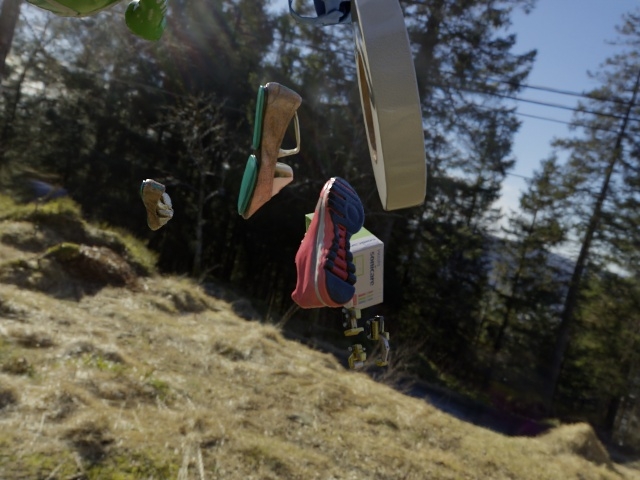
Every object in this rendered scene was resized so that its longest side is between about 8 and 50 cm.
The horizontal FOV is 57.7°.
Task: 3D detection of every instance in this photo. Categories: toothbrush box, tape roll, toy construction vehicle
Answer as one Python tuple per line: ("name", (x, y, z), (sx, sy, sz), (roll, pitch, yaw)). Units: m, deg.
("toothbrush box", (0.070, 0.052, 1.770), (0.122, 0.206, 0.283), (-16, 32, -23))
("tape roll", (0.119, -0.246, 1.056), (0.071, 0.392, 0.392), (-9, 4, 3))
("toy construction vehicle", (0.076, 0.156, 0.940), (0.035, 0.098, 0.085), (-9, -11, 43))

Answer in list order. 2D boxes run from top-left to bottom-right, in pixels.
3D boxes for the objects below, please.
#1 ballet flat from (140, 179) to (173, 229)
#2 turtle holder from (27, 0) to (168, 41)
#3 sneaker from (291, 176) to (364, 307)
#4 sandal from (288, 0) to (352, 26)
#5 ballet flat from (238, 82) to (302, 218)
("ballet flat", (-0.428, -0.084, 1.546), (0.067, 0.073, 0.206), (13, -28, 1))
("turtle holder", (-0.403, -0.488, 0.963), (0.320, 0.244, 0.227), (-1, -6, -40))
("sneaker", (0.000, 0.000, 1.217), (0.136, 0.314, 0.116), (-21, -43, 38))
("sandal", (0.042, -0.512, 1.239), (0.138, 0.126, 0.317), (-34, -18, 35))
("ballet flat", (-0.103, -0.179, 1.257), (0.106, 0.316, 0.108), (5, 34, -17))
